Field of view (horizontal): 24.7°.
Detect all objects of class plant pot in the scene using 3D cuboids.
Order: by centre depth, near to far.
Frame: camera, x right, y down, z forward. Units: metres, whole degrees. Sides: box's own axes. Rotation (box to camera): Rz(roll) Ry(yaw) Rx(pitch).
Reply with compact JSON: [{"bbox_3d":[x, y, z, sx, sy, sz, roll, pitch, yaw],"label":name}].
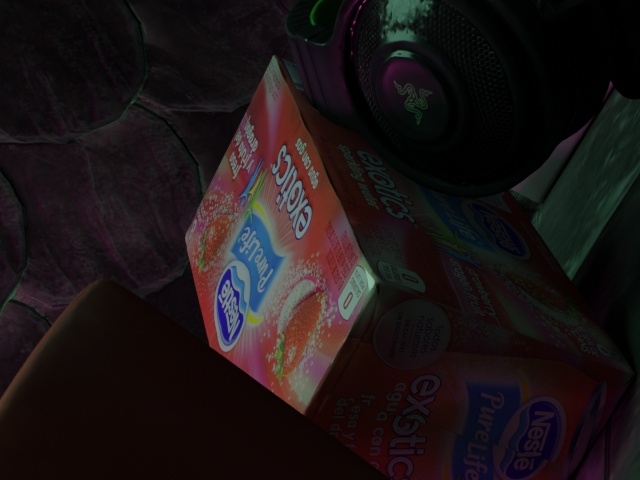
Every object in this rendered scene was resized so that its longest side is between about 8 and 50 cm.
[{"bbox_3d":[-0.045,0.189,0.590,0.275,0.243,0.275,-63,2,4],"label":"plant pot"}]

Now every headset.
[{"bbox_3d":[0.125,-0.141,0.747,0.243,0.185,0.394,-26,25,-17],"label":"headset"}]

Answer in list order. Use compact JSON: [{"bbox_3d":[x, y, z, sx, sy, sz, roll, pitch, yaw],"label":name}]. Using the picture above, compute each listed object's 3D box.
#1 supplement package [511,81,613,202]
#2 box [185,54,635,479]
[{"bbox_3d":[0.187,-0.143,1.235,0.179,0.105,0.105,-62,2,34],"label":"supplement package"},{"bbox_3d":[0.032,0.031,0.825,0.142,0.154,0.300,-62,23,20],"label":"box"}]
